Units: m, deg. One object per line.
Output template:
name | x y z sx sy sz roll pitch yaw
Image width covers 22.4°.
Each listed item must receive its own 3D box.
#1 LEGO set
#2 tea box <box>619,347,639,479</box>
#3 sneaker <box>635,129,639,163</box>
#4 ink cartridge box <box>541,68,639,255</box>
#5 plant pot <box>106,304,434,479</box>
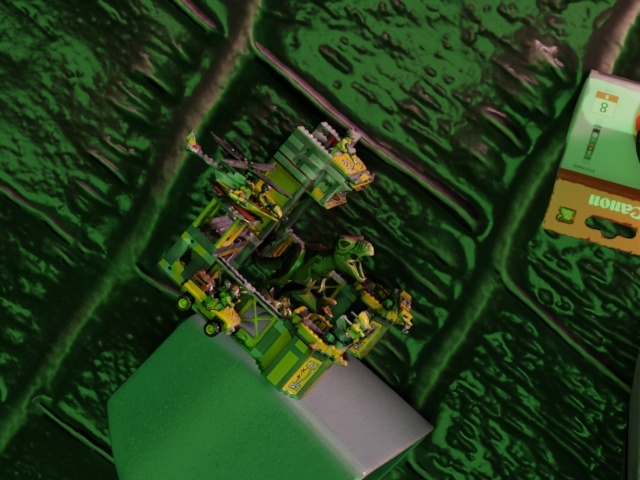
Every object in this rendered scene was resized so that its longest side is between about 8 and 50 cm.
LEGO set | 0.000 0.000 1.617 0.255 0.331 0.192 45 107 16
tea box | 0.465 0.307 1.624 0.329 0.220 0.323 6 125 7
sneaker | 0.395 -0.001 1.604 0.100 0.108 0.271 -32 84 -28
ink cartridge box | 0.319 -0.072 1.669 0.145 0.045 0.179 16 106 4
plant pot | -0.077 0.205 1.717 0.247 0.248 0.252 -45 80 18
